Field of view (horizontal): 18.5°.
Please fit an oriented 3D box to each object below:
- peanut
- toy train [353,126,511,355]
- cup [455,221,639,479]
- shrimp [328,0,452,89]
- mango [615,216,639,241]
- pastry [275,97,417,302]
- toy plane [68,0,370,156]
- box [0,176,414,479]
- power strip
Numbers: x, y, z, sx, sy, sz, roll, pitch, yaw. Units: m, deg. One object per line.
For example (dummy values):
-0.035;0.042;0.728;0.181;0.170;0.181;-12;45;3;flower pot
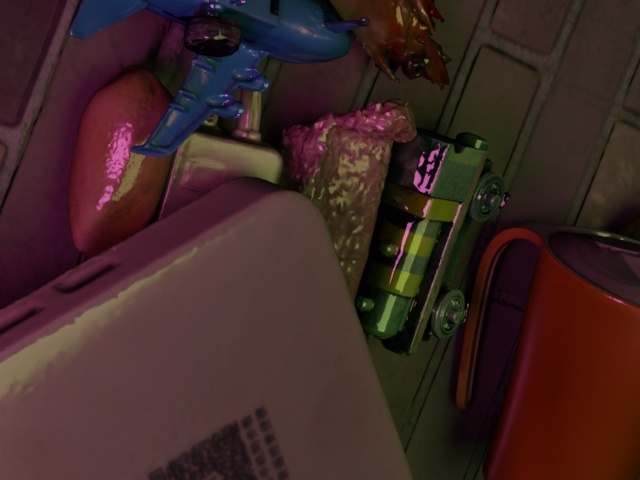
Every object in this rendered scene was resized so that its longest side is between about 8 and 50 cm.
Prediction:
-0.150;-0.057;1.474;0.076;0.076;0.152;9;95;-41;peanut
0.082;0.001;1.660;0.132;0.083;0.200;7;102;-56;toy train
0.228;0.111;1.759;0.182;0.226;0.264;-23;136;-62;cup
0.044;-0.239;1.569;0.154;0.062;0.294;-45;128;-24;shrimp
0.309;0.053;1.868;0.119;0.100;0.178;31;94;-43;mango
-0.007;-0.009;1.587;0.103;0.112;0.265;6;115;-49;pastry
-0.071;-0.178;1.457;0.271;0.105;0.254;12;78;-37;toy plane
-0.114;0.183;1.466;0.373;0.090;0.367;-30;115;-26;box
-0.098;0.003;1.540;0.093;0.053;0.288;11;100;-23;power strip
